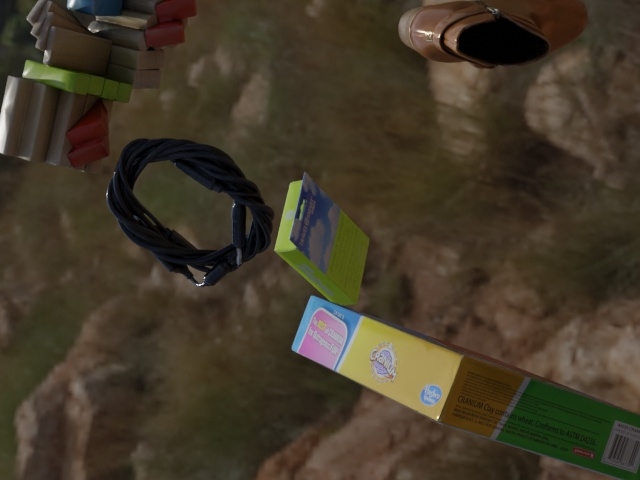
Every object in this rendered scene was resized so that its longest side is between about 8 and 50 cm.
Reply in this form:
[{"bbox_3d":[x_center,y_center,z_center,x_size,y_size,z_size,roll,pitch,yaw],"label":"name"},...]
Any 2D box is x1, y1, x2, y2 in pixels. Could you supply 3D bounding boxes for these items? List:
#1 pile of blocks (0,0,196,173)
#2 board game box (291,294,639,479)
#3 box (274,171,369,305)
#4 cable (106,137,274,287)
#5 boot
[{"bbox_3d":[-0.211,-0.227,1.575,0.112,0.149,0.362,17,73,36],"label":"pile of blocks"},{"bbox_3d":[0.144,0.143,1.453,0.316,0.242,0.064,17,88,63],"label":"board game box"},{"bbox_3d":[0.000,0.000,1.947,0.042,0.178,0.109,-7,57,32],"label":"box"},{"bbox_3d":[-0.139,-0.036,1.554,0.150,0.184,0.047,-28,23,28],"label":"cable"},{"bbox_3d":[0.260,-0.281,1.941,0.220,0.283,0.109,-143,55,-70],"label":"boot"}]
